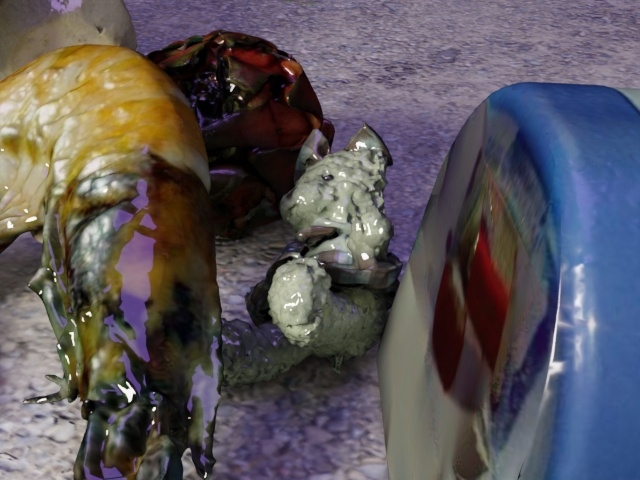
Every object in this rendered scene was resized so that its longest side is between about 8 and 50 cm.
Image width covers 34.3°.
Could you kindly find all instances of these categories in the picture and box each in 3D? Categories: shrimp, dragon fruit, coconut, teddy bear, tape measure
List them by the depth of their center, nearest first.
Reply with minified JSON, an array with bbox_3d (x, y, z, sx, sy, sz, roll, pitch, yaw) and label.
[{"bbox_3d":[0.134,0.050,0.536,0.138,0.262,0.259,9,28,-11],"label":"tape measure"},{"bbox_3d":[-0.180,0.038,0.628,0.272,0.085,0.445,-26,48,4],"label":"shrimp"},{"bbox_3d":[0.012,0.017,0.710,0.133,0.111,0.213,-29,26,41],"label":"teddy bear"},{"bbox_3d":[-0.077,-0.086,0.845,0.182,0.182,0.189,-1,39,-7],"label":"dragon fruit"},{"bbox_3d":[-0.273,-0.218,1.076,0.161,0.161,0.162,-7,39,-18],"label":"coconut"}]
